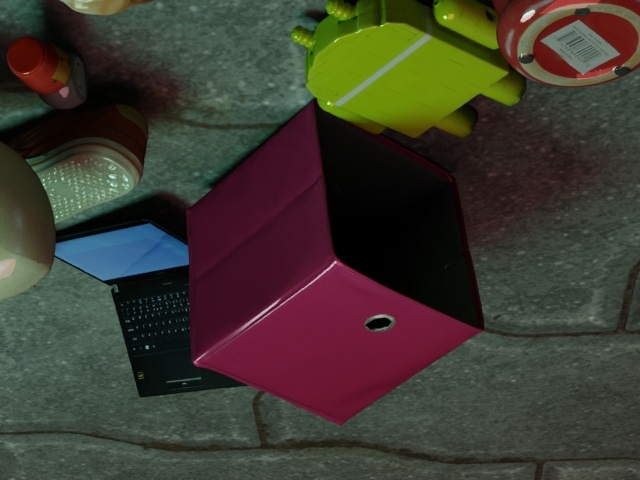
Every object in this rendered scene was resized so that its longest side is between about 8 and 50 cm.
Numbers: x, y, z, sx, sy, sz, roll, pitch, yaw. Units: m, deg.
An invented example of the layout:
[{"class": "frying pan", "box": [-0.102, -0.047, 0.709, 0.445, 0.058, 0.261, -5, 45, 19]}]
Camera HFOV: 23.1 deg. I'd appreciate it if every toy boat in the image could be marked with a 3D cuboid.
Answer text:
[{"class": "toy boat", "box": [-0.371, -0.083, 1.754, 0.267, 0.318, 0.148, 34, 180, 13]}]

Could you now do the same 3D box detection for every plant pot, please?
[{"class": "plant pot", "box": [0.260, -0.263, 1.571, 0.191, 0.174, 0.191, -2, 148, -1]}]

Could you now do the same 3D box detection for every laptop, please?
[{"class": "laptop", "box": [-0.241, 0.099, 2.155, 0.234, 0.264, 0.136, -10, -174, 39]}]

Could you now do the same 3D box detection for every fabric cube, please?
[{"class": "fabric cube", "box": [0.010, 0.034, 1.942, 0.254, 0.259, 0.258, 27, 130, -35]}]

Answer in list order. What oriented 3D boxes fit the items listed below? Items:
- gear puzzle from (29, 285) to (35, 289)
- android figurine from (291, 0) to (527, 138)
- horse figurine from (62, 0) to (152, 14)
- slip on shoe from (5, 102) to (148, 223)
[{"class": "gear puzzle", "box": [-0.473, -0.033, 1.998, 0.175, 0.044, 0.339, 23, 154, 19]}, {"class": "android figurine", "box": [0.095, -0.200, 1.783, 0.273, 0.056, 0.248, 20, 144, -31]}, {"class": "horse figurine", "box": [-0.256, -0.297, 1.613, 0.263, 0.066, 0.174, 16, 140, -20]}, {"class": "slip on shoe", "box": [-0.326, -0.094, 1.916, 0.331, 0.101, 0.123, -12, 136, 43]}]
